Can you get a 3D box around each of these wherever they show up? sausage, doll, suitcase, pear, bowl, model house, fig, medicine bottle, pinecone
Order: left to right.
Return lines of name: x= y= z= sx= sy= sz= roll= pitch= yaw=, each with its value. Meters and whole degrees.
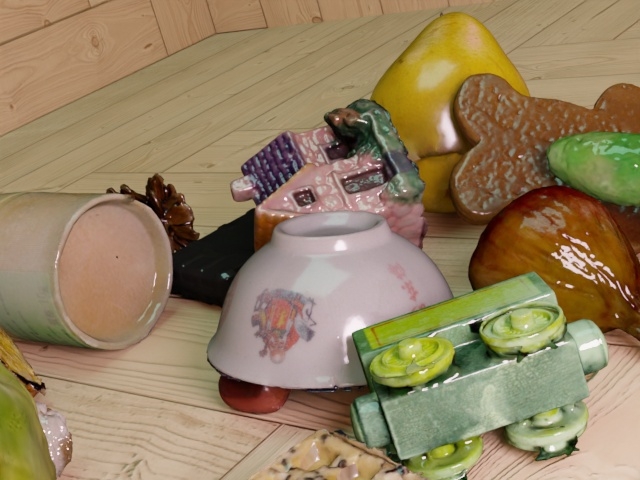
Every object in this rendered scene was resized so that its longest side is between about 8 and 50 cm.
doll: x=-0.353 y=0.272 z=1.258 sx=0.115 sy=0.105 sz=0.221 roll=-49 pitch=14 yaw=18
medicine bottle: x=-0.453 y=0.041 z=1.727 sx=0.406 sy=0.235 sz=0.236 roll=2 pitch=27 yaw=38
pinecone: x=-0.303 y=-0.018 z=1.858 sx=0.195 sy=0.179 sz=0.150 roll=-5 pitch=44 yaw=-7
sausage: x=-0.082 y=0.183 z=1.355 sx=0.094 sy=0.059 sz=0.054 roll=1 pitch=-17 yaw=35
suitcase: x=-0.102 y=0.012 z=1.782 sx=0.285 sy=0.066 sz=0.206 roll=-30 pitch=25 yaw=-32
model house: x=-0.003 y=-0.064 z=1.589 sx=0.237 sy=0.202 sz=0.237 roll=-18 pitch=61 yaw=-13
bowl: x=0.019 y=0.053 z=1.383 sx=0.345 sy=0.157 sz=0.345 roll=-4 pitch=14 yaw=1
pear: x=0.195 y=-0.206 z=1.776 sx=0.285 sy=0.285 sz=0.336 roll=-18 pitch=47 yaw=-6
fig: x=0.313 y=0.071 z=1.288 sx=0.191 sy=0.190 sz=0.290 roll=-30 pitch=65 yaw=-32

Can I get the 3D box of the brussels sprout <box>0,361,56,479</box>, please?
brussels sprout: x=-0.406 y=0.273 z=0.920 sx=0.425 sy=0.342 sz=0.361 roll=-33 pitch=12 yaw=-22

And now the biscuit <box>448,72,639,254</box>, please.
biscuit: x=0.395 y=-0.097 z=1.541 sx=0.432 sy=0.064 sz=0.283 roll=6 pitch=61 yaw=5

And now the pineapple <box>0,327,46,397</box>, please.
pineapple: x=-0.547 y=0.209 z=1.468 sx=0.272 sy=0.262 sz=0.262 roll=-45 pitch=27 yaw=-8

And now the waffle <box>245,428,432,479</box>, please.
waffle: x=-0.045 y=0.317 z=0.913 sx=0.376 sy=0.114 sz=0.261 roll=-29 pitch=24 yaw=-31

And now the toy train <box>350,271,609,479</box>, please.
toy train: x=0.158 y=0.141 z=1.153 sx=0.272 sy=0.159 sz=0.188 roll=-18 pitch=17 yaw=-1

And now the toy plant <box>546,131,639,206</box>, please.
toy plant: x=0.516 y=-0.092 z=1.387 sx=0.356 sy=0.210 sz=0.317 roll=-22 pitch=28 yaw=-16
